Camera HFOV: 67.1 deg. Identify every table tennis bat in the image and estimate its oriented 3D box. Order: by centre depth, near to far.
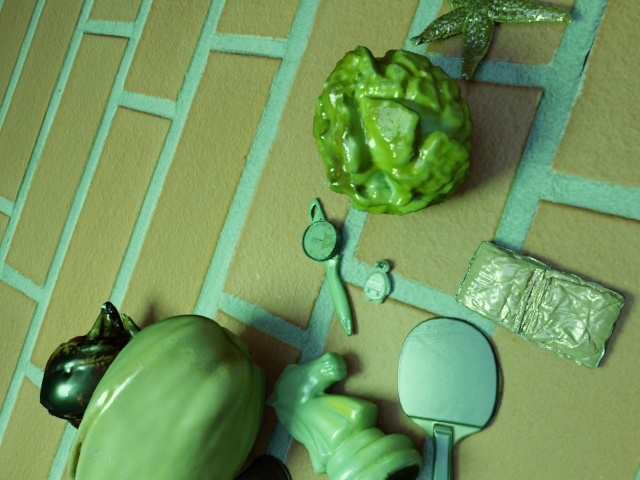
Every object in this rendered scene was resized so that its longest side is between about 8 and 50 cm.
[{"bbox_3d":[0.209,0.279,0.804,0.174,0.022,0.300,-1,79,28],"label":"table tennis bat"}]

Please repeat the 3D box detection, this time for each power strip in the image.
[{"bbox_3d":[0.105,0.075,0.894,0.055,0.035,0.083,17,91,30],"label":"power strip"}]

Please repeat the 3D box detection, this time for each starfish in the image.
[{"bbox_3d":[0.287,-0.396,0.876,0.295,0.048,0.231,34,87,27],"label":"starfish"}]

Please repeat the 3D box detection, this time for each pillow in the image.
[{"bbox_3d":[0.337,0.095,0.760,0.233,0.043,0.126,26,99,28],"label":"pillow"}]

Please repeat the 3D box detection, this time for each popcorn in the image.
[{"bbox_3d":[0.113,-0.167,0.809,0.247,0.282,0.281,1,79,-7],"label":"popcorn"}]

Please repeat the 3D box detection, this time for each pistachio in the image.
[{"bbox_3d":[-0.256,0.320,0.865,0.281,0.366,0.445,40,125,30],"label":"pistachio"}]

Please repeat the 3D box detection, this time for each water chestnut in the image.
[{"bbox_3d":[-0.452,0.291,1.044,0.289,0.289,0.244,8,52,30],"label":"water chestnut"}]

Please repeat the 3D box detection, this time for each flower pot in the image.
[{"bbox_3d":[-0.121,0.473,0.911,0.111,0.089,0.111,-5,78,28],"label":"flower pot"}]

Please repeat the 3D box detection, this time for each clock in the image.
[{"bbox_3d":[0.000,0.000,0.955,0.085,0.017,0.085,-8,74,30],"label":"clock"}]

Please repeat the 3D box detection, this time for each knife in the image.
[{"bbox_3d":[0.022,0.046,0.953,0.043,0.020,0.292,-27,67,24],"label":"knife"}]

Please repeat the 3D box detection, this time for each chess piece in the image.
[{"bbox_3d":[0.024,0.319,0.842,0.175,0.176,0.298,-55,49,9],"label":"chess piece"}]
